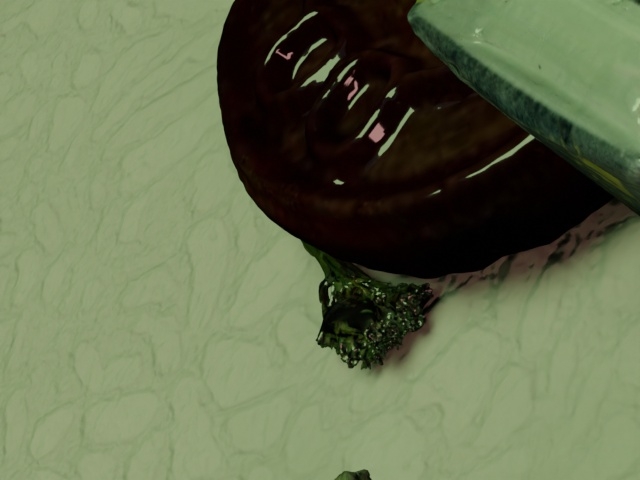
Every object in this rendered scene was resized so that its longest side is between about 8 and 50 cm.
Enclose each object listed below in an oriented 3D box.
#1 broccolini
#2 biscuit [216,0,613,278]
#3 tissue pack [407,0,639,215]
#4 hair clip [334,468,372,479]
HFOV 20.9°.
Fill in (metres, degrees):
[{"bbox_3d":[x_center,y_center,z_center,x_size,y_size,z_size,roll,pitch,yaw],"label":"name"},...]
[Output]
[{"bbox_3d":[0.000,0.007,1.175,0.254,0.071,0.057,-128,33,-55],"label":"broccolini"},{"bbox_3d":[0.095,-0.168,1.112,0.407,0.091,0.407,-23,49,29],"label":"biscuit"},{"bbox_3d":[0.180,-0.043,0.843,0.081,0.257,0.185,-55,42,7],"label":"tissue pack"},{"bbox_3d":[0.068,0.266,0.837,0.138,0.091,0.321,121,139,-74],"label":"hair clip"}]
